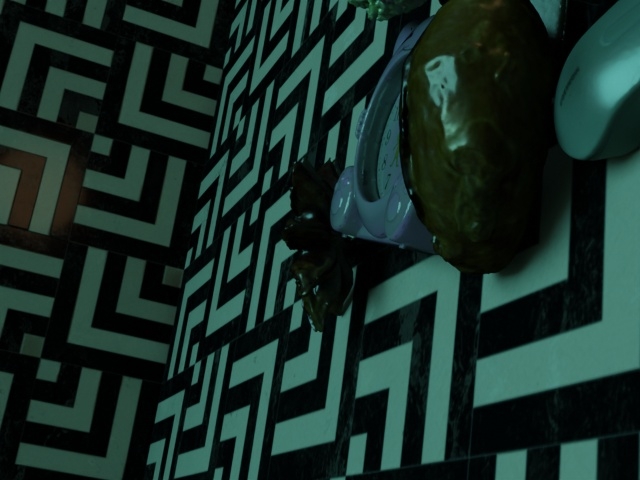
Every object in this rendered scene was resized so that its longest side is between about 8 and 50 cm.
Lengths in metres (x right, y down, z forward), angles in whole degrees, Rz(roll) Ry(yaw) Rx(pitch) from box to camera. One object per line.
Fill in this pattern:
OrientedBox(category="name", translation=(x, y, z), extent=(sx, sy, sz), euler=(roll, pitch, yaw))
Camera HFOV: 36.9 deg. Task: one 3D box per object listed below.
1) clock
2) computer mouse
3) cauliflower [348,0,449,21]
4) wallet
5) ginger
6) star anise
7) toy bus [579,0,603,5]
OrientedBox(category="clock", translation=(0.136, -0.144, 1.269), extent=(0.295, 0.113, 0.322), euler=(-168, 94, -72))
OrientedBox(category="computer mouse", translation=(0.295, -0.176, 0.904), extent=(0.231, 0.079, 0.128), euler=(-59, 26, 30))
OrientedBox(category="cauliflower", translation=(0.087, -0.433, 1.272), extent=(0.315, 0.239, 0.256), euler=(48, 149, 23))
OrientedBox(category="wallet", translation=(0.236, -0.258, 1.094), extent=(0.110, 0.031, 0.198), euler=(3, 84, 35))
OrientedBox(category="ginger", translation=(0.159, -0.110, 1.018), extent=(0.172, 0.165, 0.321), euler=(-22, -62, -62))
OrientedBox(category="star anise", translation=(0.000, 0.000, 1.451), extent=(0.288, 0.088, 0.288), euler=(1, -90, -72))
OrientedBox(category="toy bus", translation=(0.290, -0.382, 0.923), extent=(0.275, 0.138, 0.167), euler=(-49, 48, 44))
